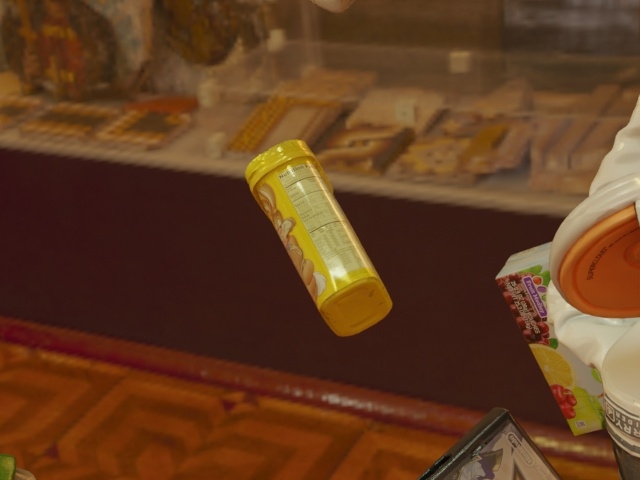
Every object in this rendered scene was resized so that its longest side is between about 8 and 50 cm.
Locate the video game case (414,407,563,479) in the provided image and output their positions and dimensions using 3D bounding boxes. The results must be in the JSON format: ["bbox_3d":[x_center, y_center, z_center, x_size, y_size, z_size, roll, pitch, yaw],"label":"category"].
[{"bbox_3d":[0.151,0.330,1.091,0.248,0.275,0.035,-40,7,-14],"label":"video game case"}]

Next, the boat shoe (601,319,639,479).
[{"bbox_3d":[0.273,0.054,0.689,0.301,0.102,0.108,-31,36,-28],"label":"boat shoe"}]

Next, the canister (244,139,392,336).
[{"bbox_3d":[0.000,0.000,1.243,0.073,0.126,0.170,-29,64,1],"label":"canister"}]

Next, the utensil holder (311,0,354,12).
[{"bbox_3d":[0.030,-0.475,1.221,0.385,0.327,0.327,-48,35,-1],"label":"utensil holder"}]

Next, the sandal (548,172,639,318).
[{"bbox_3d":[0.215,0.009,0.508,0.265,0.102,0.076,-14,54,32],"label":"sandal"}]

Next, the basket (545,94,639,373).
[{"bbox_3d":[0.372,0.004,0.783,0.266,0.328,0.331,7,26,-30],"label":"basket"}]

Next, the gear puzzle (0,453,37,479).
[{"bbox_3d":[-0.198,0.139,0.537,0.338,0.044,0.175,21,39,-16],"label":"gear puzzle"}]

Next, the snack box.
[{"bbox_3d":[0.313,0.091,1.346,0.174,0.207,0.070,-19,16,32],"label":"snack box"}]
